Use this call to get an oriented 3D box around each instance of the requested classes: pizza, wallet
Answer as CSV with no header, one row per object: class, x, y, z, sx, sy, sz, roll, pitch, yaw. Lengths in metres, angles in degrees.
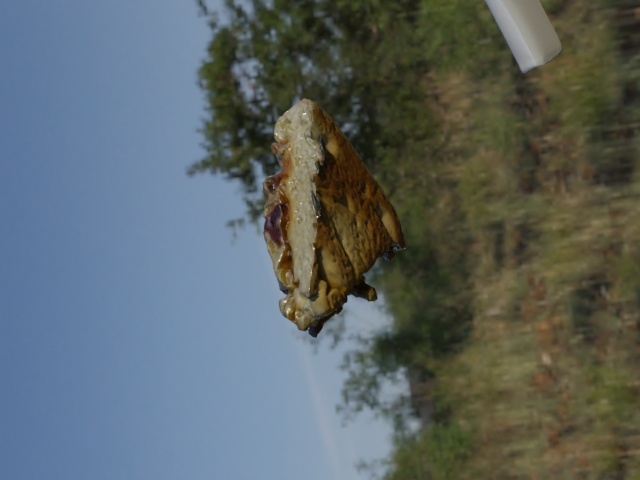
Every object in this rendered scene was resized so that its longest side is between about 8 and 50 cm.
pizza,-0.002,-0.001,0.859,0.154,0.069,0.193,55,-145,-31
wallet,0.152,-0.196,0.883,0.061,0.025,0.122,-35,-83,-49
